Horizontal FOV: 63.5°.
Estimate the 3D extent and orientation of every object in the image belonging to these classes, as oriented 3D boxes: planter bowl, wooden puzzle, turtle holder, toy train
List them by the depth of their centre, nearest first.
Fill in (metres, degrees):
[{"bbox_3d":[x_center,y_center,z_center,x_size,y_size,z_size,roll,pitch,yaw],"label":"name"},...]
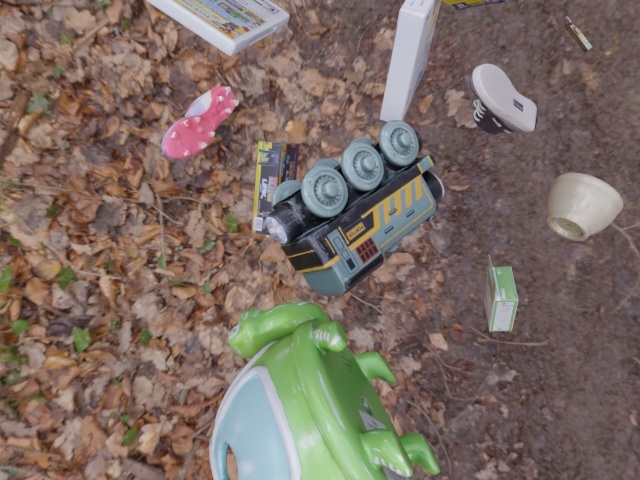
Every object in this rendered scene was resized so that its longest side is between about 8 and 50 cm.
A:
[{"bbox_3d":[-0.027,0.218,0.646,0.228,0.243,0.320,-33,79,8],"label":"turtle holder"},{"bbox_3d":[0.333,-0.266,0.671,0.006,0.083,0.049,-37,87,26],"label":"wooden puzzle"},{"bbox_3d":[0.068,-0.058,0.834,0.334,0.142,0.190,-36,102,-32],"label":"toy train"},{"bbox_3d":[0.610,-0.068,1.229,0.162,0.162,0.109,36,79,-5],"label":"planter bowl"}]

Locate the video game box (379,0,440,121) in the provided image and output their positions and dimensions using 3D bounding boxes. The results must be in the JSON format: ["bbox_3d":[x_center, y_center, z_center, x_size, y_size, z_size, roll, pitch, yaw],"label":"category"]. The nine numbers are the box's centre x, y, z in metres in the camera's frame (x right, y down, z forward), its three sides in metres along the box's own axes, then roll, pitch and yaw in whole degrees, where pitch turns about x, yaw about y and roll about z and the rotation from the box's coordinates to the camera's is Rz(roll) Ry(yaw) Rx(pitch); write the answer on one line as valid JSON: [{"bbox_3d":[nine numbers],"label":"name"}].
[{"bbox_3d":[0.162,-0.340,0.901,0.048,0.205,0.187,20,51,11],"label":"video game box"}]

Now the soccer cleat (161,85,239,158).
[{"bbox_3d":[-0.277,-0.261,1.153,0.083,0.095,0.248,57,48,-33],"label":"soccer cleat"}]

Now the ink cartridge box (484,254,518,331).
[{"bbox_3d":[0.471,0.139,1.348,0.062,0.209,0.108,-4,49,10],"label":"ink cartridge box"}]

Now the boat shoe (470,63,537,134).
[{"bbox_3d":[0.515,-0.412,1.579,0.341,0.158,0.127,23,73,-39],"label":"boat shoe"}]

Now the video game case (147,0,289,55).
[{"bbox_3d":[-0.183,-0.382,0.801,0.227,0.206,0.026,34,129,-2],"label":"video game case"}]

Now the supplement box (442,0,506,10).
[{"bbox_3d":[0.406,-0.869,1.568,0.357,0.194,0.195,7,98,-37],"label":"supplement box"}]

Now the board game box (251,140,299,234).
[{"bbox_3d":[-0.085,-0.105,1.000,0.048,0.141,0.170,8,103,11],"label":"board game box"}]
